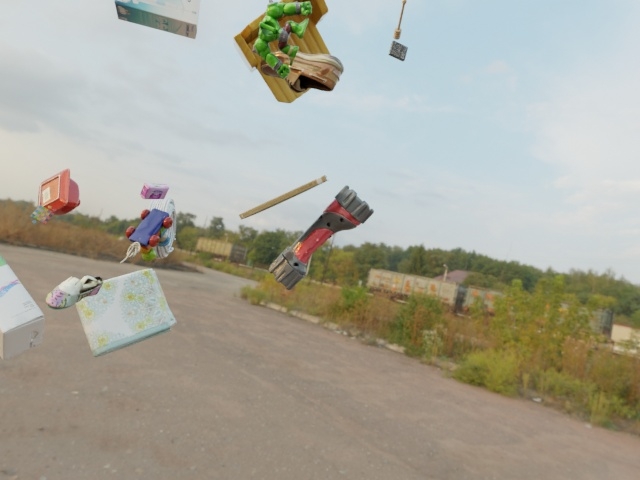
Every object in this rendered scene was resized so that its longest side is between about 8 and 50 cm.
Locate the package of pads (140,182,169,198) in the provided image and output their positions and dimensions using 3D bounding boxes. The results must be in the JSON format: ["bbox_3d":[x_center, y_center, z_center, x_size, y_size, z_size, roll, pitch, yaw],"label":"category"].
[{"bbox_3d":[-0.538,-0.159,1.370,0.032,0.050,0.083,41,24,21],"label":"package of pads"}]

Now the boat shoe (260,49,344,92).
[{"bbox_3d":[-0.080,-0.594,1.497,0.324,0.116,0.123,14,-5,25],"label":"boat shoe"}]

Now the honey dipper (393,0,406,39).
[{"bbox_3d":[0.321,-0.885,1.689,0.030,0.030,0.160,12,-29,4],"label":"honey dipper"}]

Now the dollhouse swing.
[{"bbox_3d":[-0.104,-0.723,1.623,0.305,0.347,0.315,55,1,-19],"label":"dollhouse swing"}]

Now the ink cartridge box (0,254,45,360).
[{"bbox_3d":[-1.010,0.208,1.333,0.278,0.201,0.117,48,41,11],"label":"ink cartridge box"}]

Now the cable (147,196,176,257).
[{"bbox_3d":[-0.652,-0.054,1.722,0.089,0.257,0.257,6,13,-10],"label":"cable"}]

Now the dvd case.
[{"bbox_3d":[-0.083,-0.109,1.048,0.221,0.018,0.164,-24,6,5],"label":"dvd case"}]

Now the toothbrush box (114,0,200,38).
[{"bbox_3d":[-0.616,-0.944,1.627,0.296,0.216,0.126,6,-3,-18],"label":"toothbrush box"}]

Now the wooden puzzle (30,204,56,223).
[{"bbox_3d":[-0.930,-0.087,1.412,0.049,0.083,0.006,36,-38,-26],"label":"wooden puzzle"}]

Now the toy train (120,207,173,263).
[{"bbox_3d":[-0.595,0.021,1.428,0.105,0.248,0.143,19,-39,4],"label":"toy train"}]

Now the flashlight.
[{"bbox_3d":[0.000,0.000,1.087,0.103,0.304,0.103,42,9,-6],"label":"flashlight"}]

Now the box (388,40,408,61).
[{"bbox_3d":[0.369,-0.898,1.999,0.083,0.067,0.018,15,-1,-20],"label":"box"}]

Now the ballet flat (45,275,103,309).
[{"bbox_3d":[-0.739,0.144,1.282,0.077,0.079,0.221,34,6,0],"label":"ballet flat"}]

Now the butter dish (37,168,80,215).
[{"bbox_3d":[-0.939,-0.156,1.545,0.160,0.160,0.118,-20,-24,17],"label":"butter dish"}]

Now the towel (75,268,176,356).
[{"bbox_3d":[-0.898,0.322,1.953,0.374,0.320,0.090,-17,-15,-37],"label":"towel"}]

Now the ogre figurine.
[{"bbox_3d":[-0.108,-0.561,1.145,0.118,0.197,0.097,20,36,-13],"label":"ogre figurine"}]
